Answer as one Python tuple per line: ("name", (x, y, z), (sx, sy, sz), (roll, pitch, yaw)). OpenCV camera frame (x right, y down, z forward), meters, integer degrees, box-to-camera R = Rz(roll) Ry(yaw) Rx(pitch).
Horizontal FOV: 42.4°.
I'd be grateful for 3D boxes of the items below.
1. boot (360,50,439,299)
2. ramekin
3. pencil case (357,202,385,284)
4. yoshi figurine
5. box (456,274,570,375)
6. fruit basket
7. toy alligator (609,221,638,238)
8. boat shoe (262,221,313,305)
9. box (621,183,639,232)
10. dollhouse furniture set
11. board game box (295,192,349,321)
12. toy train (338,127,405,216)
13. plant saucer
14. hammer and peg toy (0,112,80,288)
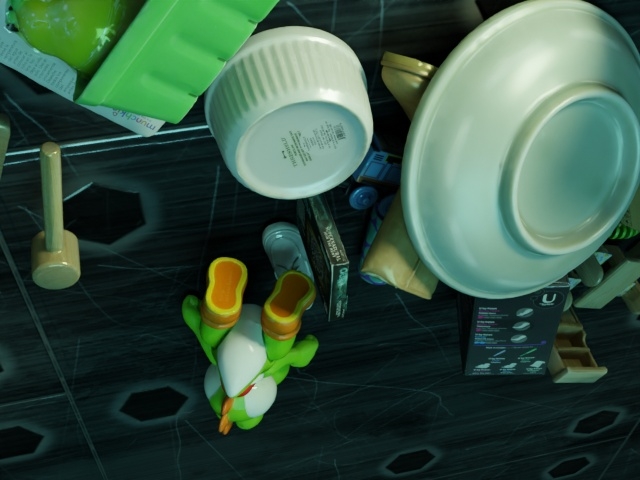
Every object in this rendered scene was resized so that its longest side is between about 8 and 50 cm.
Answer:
("boot", (0.119, -0.075, 1.053), (0.236, 0.089, 0.269), (22, 94, -38))
("ramekin", (-0.034, -0.144, 1.006), (0.207, 0.109, 0.207), (-10, 141, -8))
("pencil case", (0.102, 0.001, 1.269), (0.070, 0.064, 0.152), (9, 139, -5))
("yoshi figurine", (-0.108, 0.158, 1.313), (0.203, 0.203, 0.362), (-22, 148, -27))
("box", (0.306, 0.087, 1.349), (0.143, 0.165, 0.270), (-2, 142, 4))
("fruit basket", (-0.225, -0.284, 0.764), (0.353, 0.165, 0.327), (30, 123, -25))
("toy alligator", (0.471, -0.025, 1.382), (0.189, 0.051, 0.056), (-1, 139, -19))
("boat shoe", (-0.045, 0.044, 1.269), (0.066, 0.063, 0.184), (-14, 142, -4))
("box", (0.514, -0.051, 1.226), (0.021, 0.164, 0.201), (-48, 142, -11))
("dollhouse furniture set", (0.497, 0.125, 1.475), (0.212, 0.161, 0.242), (6, 139, -32))
("board game box", (0.000, 0.000, 1.132), (0.026, 0.186, 0.126), (-11, 142, -11))
("toy train", (0.108, -0.090, 1.152), (0.184, 0.080, 0.105), (11, 128, -31))
("plant saucer", (0.292, -0.095, 1.037), (0.400, 0.100, 0.400), (-12, 117, -25))
("hammer and peg toy", (-0.448, -0.061, 0.943), (0.361, 0.127, 0.266), (6, 135, -27))
